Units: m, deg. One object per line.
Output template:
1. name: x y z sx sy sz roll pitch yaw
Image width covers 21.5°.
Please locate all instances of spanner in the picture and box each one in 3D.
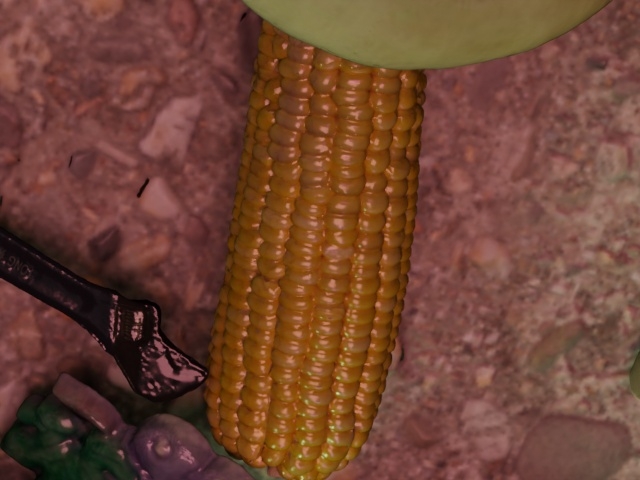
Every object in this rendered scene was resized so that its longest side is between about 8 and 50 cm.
1. spanner: -0.146 0.016 0.836 0.208 0.012 0.046 32 106 0

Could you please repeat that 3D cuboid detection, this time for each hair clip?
1. hair clip: -0.079 0.135 0.872 0.195 0.052 0.124 28 122 11

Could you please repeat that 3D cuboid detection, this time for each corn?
1. corn: 0.000 0.000 0.829 0.093 0.093 0.244 7 110 -8

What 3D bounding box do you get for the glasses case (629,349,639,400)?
1. glasses case: 0.248 0.016 0.871 0.102 0.070 0.193 16 109 -13

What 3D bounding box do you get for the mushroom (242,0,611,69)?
1. mushroom: 0.038 -0.182 0.717 0.246 0.202 0.246 7 68 -18
